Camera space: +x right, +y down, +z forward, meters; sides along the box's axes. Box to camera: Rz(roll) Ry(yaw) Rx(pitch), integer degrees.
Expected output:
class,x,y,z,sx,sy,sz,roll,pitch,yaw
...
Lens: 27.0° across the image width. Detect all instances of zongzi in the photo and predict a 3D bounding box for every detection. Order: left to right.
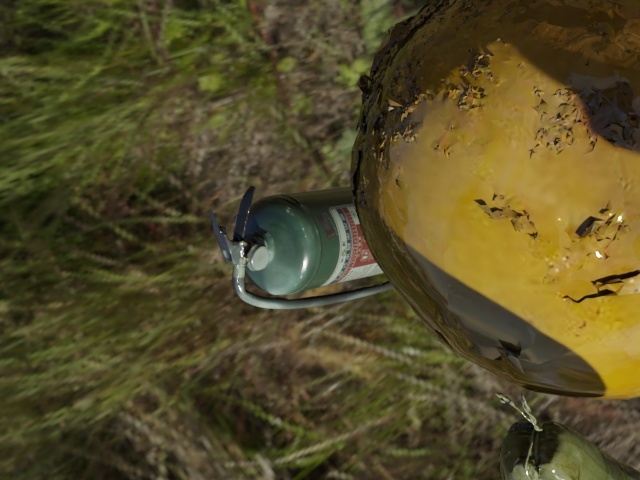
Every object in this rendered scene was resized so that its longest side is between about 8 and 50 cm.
class,x,y,z,sx,sy,sz,roll,pitch,yaw
zongzi,0.110,0.147,0.814,0.130,0.154,0.062,-14,54,38

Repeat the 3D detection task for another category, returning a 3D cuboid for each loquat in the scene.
class,x,y,z,sx,sy,sz,roll,pitch,yaw
loquat,0.127,-0.039,0.664,0.235,0.235,0.235,10,112,28

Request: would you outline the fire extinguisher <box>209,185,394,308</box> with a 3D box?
class,x,y,z,sx,sy,sz,roll,pitch,yaw
fire extinguisher,0.000,0.000,1.209,0.093,0.294,0.118,16,106,36
